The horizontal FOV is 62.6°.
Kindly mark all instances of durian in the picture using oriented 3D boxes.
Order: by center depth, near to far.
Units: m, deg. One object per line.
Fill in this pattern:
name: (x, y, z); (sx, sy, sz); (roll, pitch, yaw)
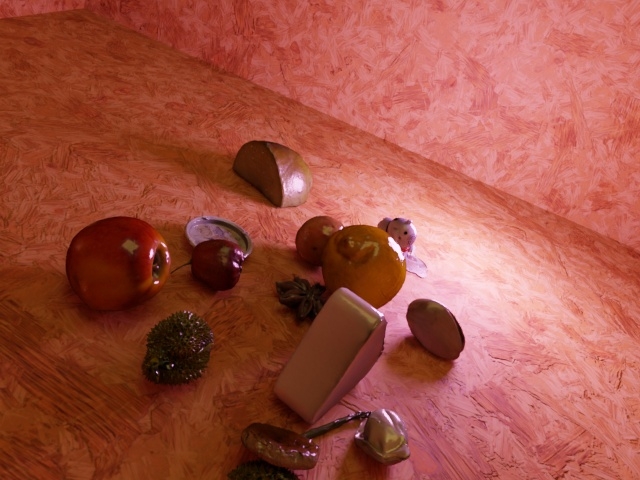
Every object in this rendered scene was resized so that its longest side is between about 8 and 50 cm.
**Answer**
durian: (-0.078, 0.525, 1.094); (0.221, 0.095, 0.137); (41, 35, 19)
durian: (-0.346, 0.267, 1.266); (0.146, 0.159, 0.198); (6, 50, 29)

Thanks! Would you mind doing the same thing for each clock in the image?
clock: (-0.344, 0.003, 1.774); (0.237, 0.053, 0.236); (18, 33, -12)
clock: (0.273, 0.020, 1.980); (0.189, 0.253, 0.189); (15, 28, -8)

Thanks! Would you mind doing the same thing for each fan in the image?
fan: (0.381, 0.075, 2.202); (0.153, 0.008, 0.226); (23, 31, 2)

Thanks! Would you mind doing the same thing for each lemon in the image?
lemon: (0.139, 0.088, 1.728); (0.297, 0.297, 0.297); (17, 31, -11)

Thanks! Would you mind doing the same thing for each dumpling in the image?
dumpling: (0.152, 0.486, 1.300); (0.136, 0.118, 0.199); (0, 7, -11)

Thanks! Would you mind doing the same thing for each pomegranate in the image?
pomegranate: (0.002, -0.001, 1.894); (0.191, 0.191, 0.191); (17, 31, -11)

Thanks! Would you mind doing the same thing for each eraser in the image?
eraser: (0.054, 0.274, 1.367); (0.150, 0.331, 0.331); (36, 33, 22)

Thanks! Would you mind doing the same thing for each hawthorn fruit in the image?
hawthorn fruit: (-0.339, 0.066, 1.598); (0.204, 0.162, 0.162); (11, 31, -1)

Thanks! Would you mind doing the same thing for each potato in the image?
potato: (-0.154, -0.318, 2.259); (0.330, 0.212, 0.280); (41, 35, 25)

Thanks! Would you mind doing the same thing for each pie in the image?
pie: (-0.087, 0.450, 1.156); (0.195, 0.046, 0.195); (18, -8, 3)

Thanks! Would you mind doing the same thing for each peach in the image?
peach: (-0.539, 0.059, 1.382); (0.281, 0.238, 0.280); (-5, 59, 9)

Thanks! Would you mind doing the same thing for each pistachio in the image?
pistachio: (0.381, 0.289, 1.740); (0.238, 0.153, 0.138); (53, 43, -2)

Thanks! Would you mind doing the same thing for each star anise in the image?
star anise: (-0.058, 0.183, 1.667); (0.197, 0.073, 0.212); (28, 27, 1)

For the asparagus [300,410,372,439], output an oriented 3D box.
asparagus: (0.037, 0.467, 1.332); (0.249, 0.024, 0.025); (-5, 83, -40)
